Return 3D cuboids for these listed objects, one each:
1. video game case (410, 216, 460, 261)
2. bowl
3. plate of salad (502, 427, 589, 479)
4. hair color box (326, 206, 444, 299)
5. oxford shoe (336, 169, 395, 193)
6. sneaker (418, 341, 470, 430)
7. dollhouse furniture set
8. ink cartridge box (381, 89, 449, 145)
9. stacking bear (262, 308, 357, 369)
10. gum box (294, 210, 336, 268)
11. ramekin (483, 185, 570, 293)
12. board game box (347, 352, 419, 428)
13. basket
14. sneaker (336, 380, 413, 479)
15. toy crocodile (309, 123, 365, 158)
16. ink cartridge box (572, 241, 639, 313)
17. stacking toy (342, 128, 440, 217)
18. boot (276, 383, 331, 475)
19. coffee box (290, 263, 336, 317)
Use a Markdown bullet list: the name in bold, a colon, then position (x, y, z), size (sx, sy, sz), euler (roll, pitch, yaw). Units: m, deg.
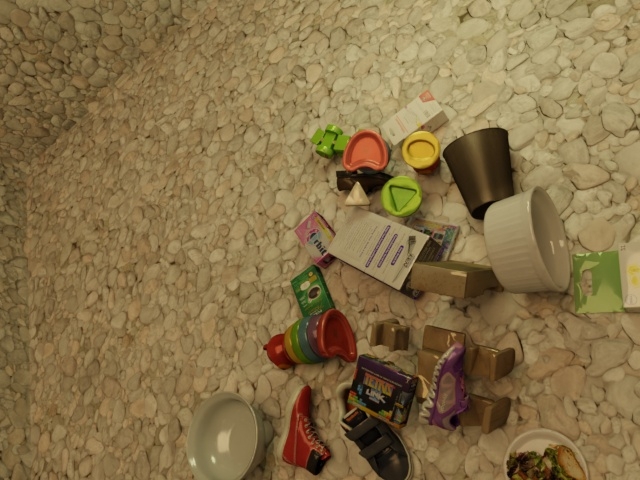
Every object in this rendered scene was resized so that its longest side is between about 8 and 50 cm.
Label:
- **video game case**: position (0.341, 0.005, 1.777), size (0.157, 0.019, 0.143), euler (14, 78, 39)
- **bowl**: position (-0.281, 0.647, 1.843), size (0.297, 0.134, 0.298), euler (-15, 62, 30)
- **plate of salad**: position (0.536, 0.556, 1.372), size (0.199, 0.048, 0.200), euler (-14, 63, 29)
- **hair color box**: position (0.197, 0.031, 1.792), size (0.338, 0.110, 0.185), euler (28, 86, 47)
- **oxford shoe**: position (0.160, -0.193, 1.968), size (0.227, 0.082, 0.096), euler (6, 99, 32)
- **sneaker**: position (0.321, 0.361, 1.382), size (0.104, 0.095, 0.237), euler (23, 110, 30)
- **dollhouse furniture set**: position (0.358, 0.262, 1.567), size (0.361, 0.256, 0.395), euler (9, 96, 38)
- **ink cartridge box**: position (0.321, -0.403, 1.945), size (0.198, 0.067, 0.115), euler (-35, 53, 15)
- **stacking bear**: position (-0.052, 0.332, 1.821), size (0.288, 0.175, 0.164), euler (-23, 60, 33)
- **gum box**: position (0.000, 0.000, 1.987), size (0.107, 0.062, 0.188), euler (-44, 51, 11)
- **ramekin**: position (0.536, 0.008, 1.483), size (0.135, 0.277, 0.278), euler (-17, 60, 36)
- **board game box**: position (0.165, 0.399, 1.522), size (0.170, 0.048, 0.141), euler (17, 99, 37)
- **basket**: position (0.482, -0.189, 1.687), size (0.204, 0.154, 0.227), euler (-20, 63, 28)
- **sneaker**: position (0.136, 0.541, 1.609), size (0.126, 0.127, 0.321), euler (-42, 53, 10)
- **toy crocodile**: position (0.097, -0.338, 2.059), size (0.340, 0.105, 0.115), euler (18, 80, 34)
- **ink cartridge box**: position (0.756, 0.094, 1.427), size (0.234, 0.056, 0.171), euler (-6, 67, 30)
- **stacking toy**: position (0.229, -0.213, 1.857), size (0.308, 0.130, 0.280), euler (10, 86, 19)
- **boot**: position (-0.026, 0.573, 1.734), size (0.176, 0.088, 0.245), euler (8, 82, 36)
- **coffee box**: position (-0.027, 0.186, 1.935), size (0.113, 0.040, 0.184), euler (-37, 53, 16)
